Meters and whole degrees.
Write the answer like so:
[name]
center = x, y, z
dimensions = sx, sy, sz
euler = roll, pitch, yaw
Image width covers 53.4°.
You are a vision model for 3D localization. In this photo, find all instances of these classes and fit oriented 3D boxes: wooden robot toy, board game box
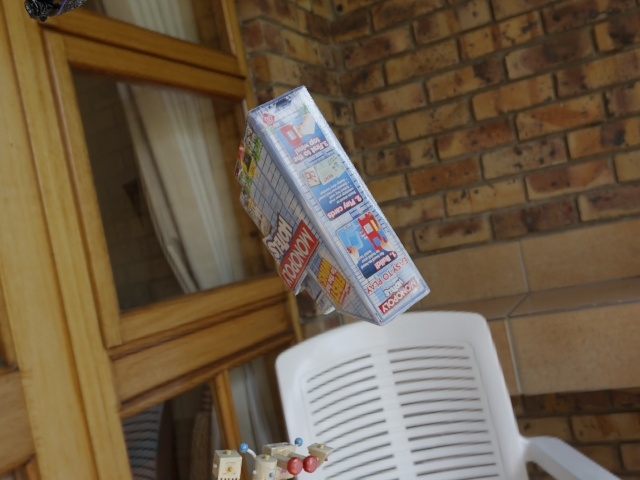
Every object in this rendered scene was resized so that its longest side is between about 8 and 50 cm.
[wooden robot toy]
center = -0.055, 0.301, 0.800
dimensions = 0.173, 0.079, 0.076
euler = 9, -1, -41
[board game box]
center = 0.000, 0.000, 0.570
dimensions = 0.060, 0.194, 0.194
euler = -31, -13, -25

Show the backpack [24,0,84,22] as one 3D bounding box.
[backpack]
center = -0.222, -0.281, 0.515
dimensions = 0.117, 0.158, 0.173
euler = -41, 22, -20
